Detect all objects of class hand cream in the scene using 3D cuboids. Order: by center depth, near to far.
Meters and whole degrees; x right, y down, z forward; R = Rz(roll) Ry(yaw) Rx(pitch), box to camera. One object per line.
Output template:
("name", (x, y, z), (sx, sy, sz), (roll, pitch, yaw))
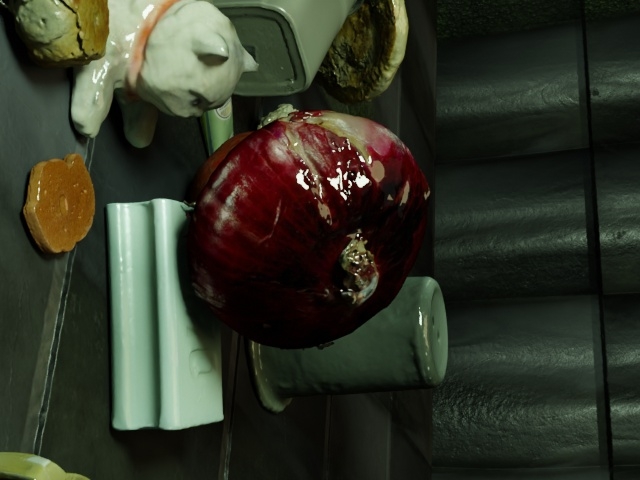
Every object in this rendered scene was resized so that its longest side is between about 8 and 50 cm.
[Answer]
("hand cream", (-0.150, -0.181, 1.537), (0.086, 0.055, 0.235), (-67, 155, -53))

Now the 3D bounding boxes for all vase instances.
("vase", (0.052, 0.162, 1.709), (0.245, 0.291, 0.245), (-2, 90, -74))

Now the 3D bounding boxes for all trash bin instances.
("trash bin", (-0.069, -0.360, 1.598), (0.219, 0.219, 0.250), (69, 31, -44))

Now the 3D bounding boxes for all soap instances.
("soap", (-0.185, 0.090, 1.272), (0.160, 0.087, 0.265), (17, 69, -72))

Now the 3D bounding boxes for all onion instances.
("onion", (0.000, 0.000, 1.237), (0.232, 0.314, 0.314), (45, -12, 38))

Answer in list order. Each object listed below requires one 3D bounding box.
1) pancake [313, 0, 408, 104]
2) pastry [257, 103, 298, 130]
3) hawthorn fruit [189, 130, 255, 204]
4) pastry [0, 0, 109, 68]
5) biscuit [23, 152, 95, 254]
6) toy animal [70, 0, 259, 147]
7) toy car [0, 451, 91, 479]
("pancake", (0.031, -0.402, 1.807), (0.065, 0.356, 0.356), (-18, 107, -35))
("pastry", (-0.053, -0.102, 1.787), (0.121, 0.089, 0.258), (-24, 106, -60))
("hawthorn fruit", (-0.083, -0.043, 1.464), (0.249, 0.215, 0.215), (159, -70, -71))
("pastry", (-0.268, -0.251, 1.091), (0.153, 0.081, 0.153), (-9, 90, -73))
("biscuit", (-0.277, -0.039, 1.114), (0.130, 0.019, 0.102), (-53, 137, -66))
("toy animal", (-0.164, -0.249, 1.293), (0.308, 0.188, 0.266), (15, 62, -69))
("toy car", (-0.252, 0.286, 0.973), (0.124, 0.101, 0.257), (-74, 156, -60))
